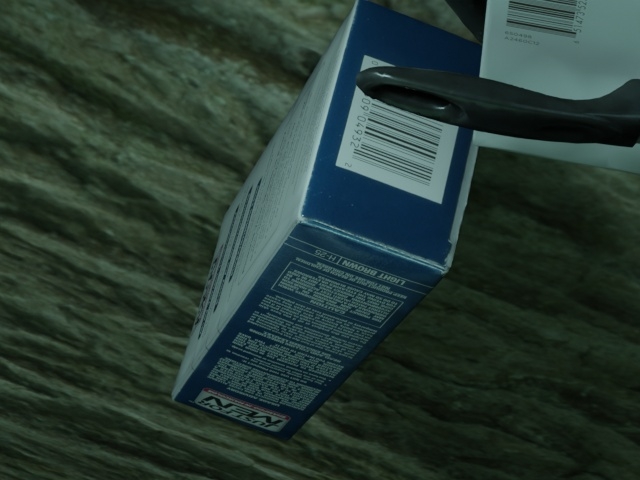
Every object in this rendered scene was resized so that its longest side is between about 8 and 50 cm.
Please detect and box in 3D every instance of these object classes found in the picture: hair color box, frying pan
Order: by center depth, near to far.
[{"bbox_3d":[0.199,-0.036,0.810,0.326,0.053,0.197,5,150,22],"label":"frying pan"},{"bbox_3d":[0.000,0.000,1.155,0.105,0.173,0.347,20,152,-10],"label":"hair color box"}]

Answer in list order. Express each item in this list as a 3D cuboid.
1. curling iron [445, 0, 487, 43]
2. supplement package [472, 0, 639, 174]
[{"bbox_3d":[0.054,-0.197,0.922,0.068,0.035,0.274,2,148,26],"label":"curling iron"},{"bbox_3d":[0.192,-0.157,0.804,0.204,0.145,0.262,11,151,8],"label":"supplement package"}]
